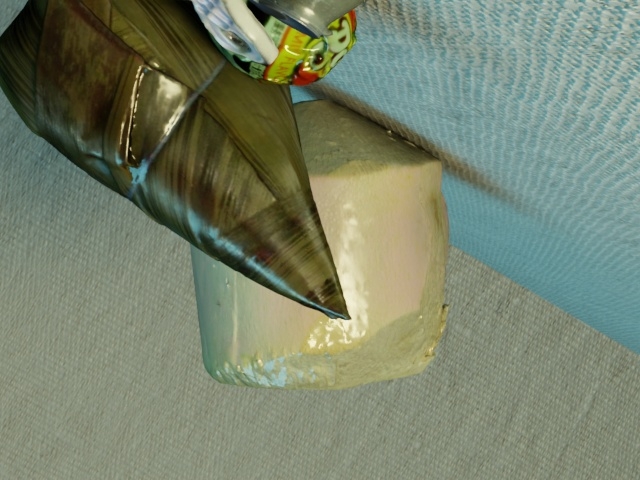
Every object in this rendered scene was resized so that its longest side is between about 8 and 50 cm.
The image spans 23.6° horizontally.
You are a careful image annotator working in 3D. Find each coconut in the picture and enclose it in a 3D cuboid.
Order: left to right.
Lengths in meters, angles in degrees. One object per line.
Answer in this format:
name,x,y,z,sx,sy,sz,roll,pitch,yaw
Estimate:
coconut,0.000,0.000,1.687,0.297,0.310,0.297,-1,-178,0

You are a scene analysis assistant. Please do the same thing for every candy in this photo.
candy,-0.106,-0.207,0.961,0.305,0.083,0.091,39,140,4

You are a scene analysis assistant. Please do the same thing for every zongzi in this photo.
zongzi,-0.047,-0.068,1.065,0.300,0.138,0.286,42,-157,11

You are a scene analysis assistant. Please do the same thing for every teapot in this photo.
teapot,-0.014,-0.151,0.858,0.088,0.057,0.066,30,178,-18

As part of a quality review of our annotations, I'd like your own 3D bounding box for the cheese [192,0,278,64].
cheese,-0.080,-0.161,0.780,0.137,0.064,0.227,29,165,36
